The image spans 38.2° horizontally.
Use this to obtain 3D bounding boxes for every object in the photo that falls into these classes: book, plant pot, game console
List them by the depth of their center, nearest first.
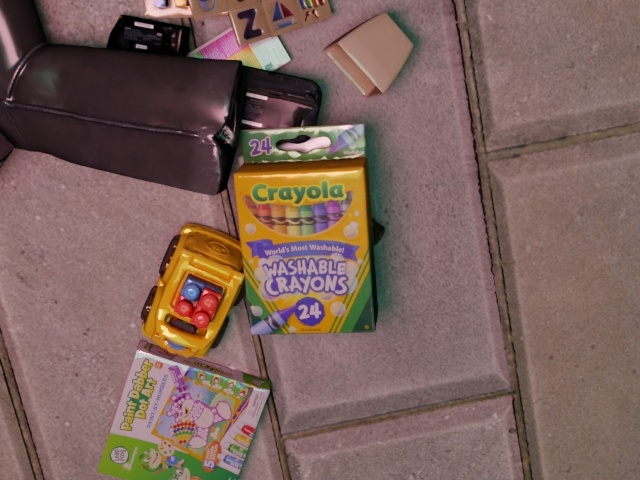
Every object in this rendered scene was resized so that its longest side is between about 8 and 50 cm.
[{"bbox_3d":[0.084,-0.303,1.481,0.096,0.109,0.109,-45,103,-4],"label":"plant pot"},{"bbox_3d":[-0.181,-0.224,1.481,0.361,0.044,0.213,13,106,6],"label":"game console"},{"bbox_3d":[-0.134,-0.298,1.504,0.144,0.035,0.096,-30,101,4],"label":"book"}]

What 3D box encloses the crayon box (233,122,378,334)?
[{"bbox_3d":[-0.022,-0.014,1.456,0.203,0.083,0.323,-2,107,8],"label":"crayon box"}]

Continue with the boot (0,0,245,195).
[{"bbox_3d":[-0.330,-0.277,1.386,0.445,0.146,0.367,14,117,12],"label":"boot"}]

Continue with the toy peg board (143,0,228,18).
[{"bbox_3d":[-0.203,-0.430,1.441,0.161,0.079,0.161,-2,104,-3],"label":"toy peg board"}]

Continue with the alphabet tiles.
[{"bbox_3d":[-0.102,-0.484,1.405,0.285,0.011,0.342,-24,107,-23],"label":"alphabet tiles"}]

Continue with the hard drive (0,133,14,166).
[{"bbox_3d":[-0.651,-0.192,1.415,0.339,0.064,0.237,44,139,-11],"label":"hard drive"}]

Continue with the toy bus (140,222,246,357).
[{"bbox_3d":[-0.208,0.109,1.516,0.149,0.211,0.220,23,104,-10],"label":"toy bus"}]

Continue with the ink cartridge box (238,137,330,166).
[{"bbox_3d":[-0.022,-0.056,1.530,0.181,0.056,0.224,-13,99,12],"label":"ink cartridge box"}]

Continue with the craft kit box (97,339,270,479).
[{"bbox_3d":[-0.244,0.330,1.654,0.247,0.061,0.250,18,103,-5],"label":"craft kit box"}]

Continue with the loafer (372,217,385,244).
[{"bbox_3d":[0.000,0.000,1.564,0.220,0.080,0.078,-18,102,3],"label":"loafer"}]
